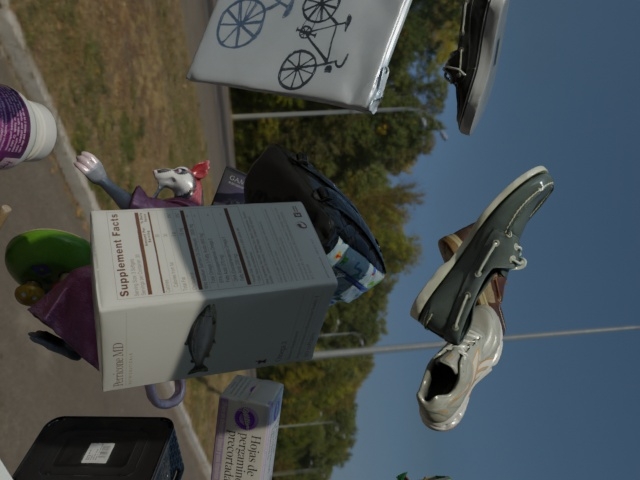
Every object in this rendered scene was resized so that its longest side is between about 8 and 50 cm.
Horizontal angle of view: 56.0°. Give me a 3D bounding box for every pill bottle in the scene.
[{"bbox_3d":[-0.635,-0.212,1.095,0.301,0.169,0.169,-13,101,-72],"label":"pill bottle"}]

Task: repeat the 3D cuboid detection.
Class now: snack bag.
[{"bbox_3d":[-0.013,-0.360,0.908,0.037,0.342,0.323,37,71,-63],"label":"snack bag"}]

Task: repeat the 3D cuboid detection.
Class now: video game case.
[{"bbox_3d":[-0.187,-0.015,1.442,0.274,0.196,0.026,-67,170,7],"label":"video game case"}]

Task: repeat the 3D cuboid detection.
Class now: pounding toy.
[{"bbox_3d":[-0.541,0.066,1.148,0.183,0.237,0.110,-37,-140,28],"label":"pounding toy"}]

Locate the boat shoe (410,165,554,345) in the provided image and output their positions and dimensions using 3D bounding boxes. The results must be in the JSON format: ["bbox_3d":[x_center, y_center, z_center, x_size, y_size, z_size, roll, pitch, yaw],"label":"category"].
[{"bbox_3d":[0.278,0.029,0.962,0.099,0.319,0.116,43,10,29],"label":"boat shoe"}]

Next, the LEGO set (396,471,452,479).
[{"bbox_3d":[0.136,0.495,0.796,0.255,0.192,0.331,-61,-137,29],"label":"LEGO set"}]

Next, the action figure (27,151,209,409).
[{"bbox_3d":[-0.264,0.034,0.930,0.370,0.275,0.248,-57,165,-8],"label":"action figure"}]

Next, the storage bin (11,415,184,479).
[{"bbox_3d":[-0.281,0.300,0.776,0.122,0.180,0.084,-81,167,-61],"label":"storage bin"}]

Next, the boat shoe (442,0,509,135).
[{"bbox_3d":[0.318,-0.378,1.286,0.113,0.105,0.306,-48,149,-46],"label":"boat shoe"}]

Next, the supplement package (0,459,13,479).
[{"bbox_3d":[-0.454,0.275,0.544,0.199,0.262,0.198,53,-51,8],"label":"supplement package"}]

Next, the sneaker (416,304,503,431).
[{"bbox_3d":[0.261,0.221,1.118,0.262,0.099,0.121,-58,144,-22],"label":"sneaker"}]

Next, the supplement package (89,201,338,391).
[{"bbox_3d":[-0.093,0.041,0.499,0.105,0.179,0.105,107,-30,-42],"label":"supplement package"}]

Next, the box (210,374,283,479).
[{"bbox_3d":[-0.101,0.330,0.741,0.067,0.063,0.324,-45,144,-76],"label":"box"}]

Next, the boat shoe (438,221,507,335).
[{"bbox_3d":[0.383,0.097,1.389,0.342,0.123,0.123,59,-7,-31],"label":"boat shoe"}]

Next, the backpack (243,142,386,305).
[{"bbox_3d":[0.000,0.000,1.315,0.273,0.355,0.290,-48,-127,18],"label":"backpack"}]
